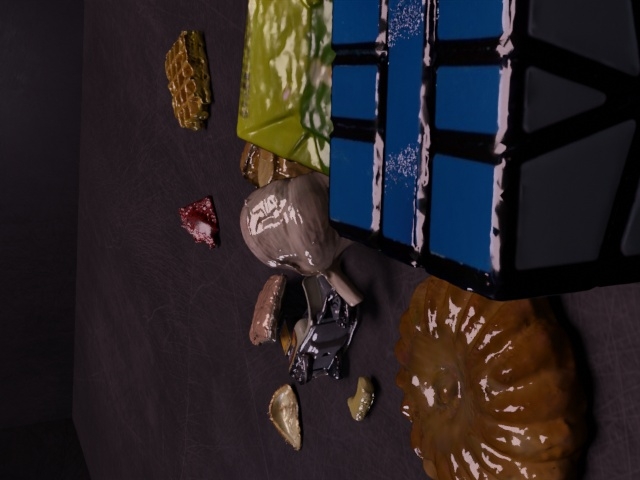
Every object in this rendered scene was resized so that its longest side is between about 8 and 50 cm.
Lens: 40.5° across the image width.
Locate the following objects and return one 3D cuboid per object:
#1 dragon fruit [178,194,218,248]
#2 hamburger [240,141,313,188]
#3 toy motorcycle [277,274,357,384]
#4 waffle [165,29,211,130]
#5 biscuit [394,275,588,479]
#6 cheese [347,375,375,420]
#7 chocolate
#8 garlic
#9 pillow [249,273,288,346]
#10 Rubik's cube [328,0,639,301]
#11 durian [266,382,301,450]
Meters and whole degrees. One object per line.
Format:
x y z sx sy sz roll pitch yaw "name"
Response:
-0.279 -0.033 1.982 0.097 0.063 0.131 -53 48 54 "dragon fruit"
-0.058 -0.167 1.440 0.262 0.131 0.124 -62 41 41 "hamburger"
-0.001 0.130 1.416 0.263 0.091 0.157 111 149 -45 "toy motorcycle"
-0.301 -0.350 1.985 0.160 0.055 0.211 -25 73 62 "waffle"
0.183 0.177 1.043 0.326 0.107 0.326 173 90 -67 "biscuit"
0.065 0.246 1.366 0.044 0.030 0.083 55 147 36 "cheese"
0.035 -0.242 1.155 0.289 0.137 0.301 26 118 39 "chocolate"
0.000 0.000 1.267 0.218 0.218 0.212 -19 90 63 "garlic"
-0.096 0.127 1.582 0.232 0.043 0.126 137 149 -77 "pillow"
0.190 -0.122 0.766 0.283 0.293 0.288 -157 64 -64 "Rubik's cube"
-0.060 0.333 1.645 0.066 0.052 0.130 -9 89 25 "durian"
